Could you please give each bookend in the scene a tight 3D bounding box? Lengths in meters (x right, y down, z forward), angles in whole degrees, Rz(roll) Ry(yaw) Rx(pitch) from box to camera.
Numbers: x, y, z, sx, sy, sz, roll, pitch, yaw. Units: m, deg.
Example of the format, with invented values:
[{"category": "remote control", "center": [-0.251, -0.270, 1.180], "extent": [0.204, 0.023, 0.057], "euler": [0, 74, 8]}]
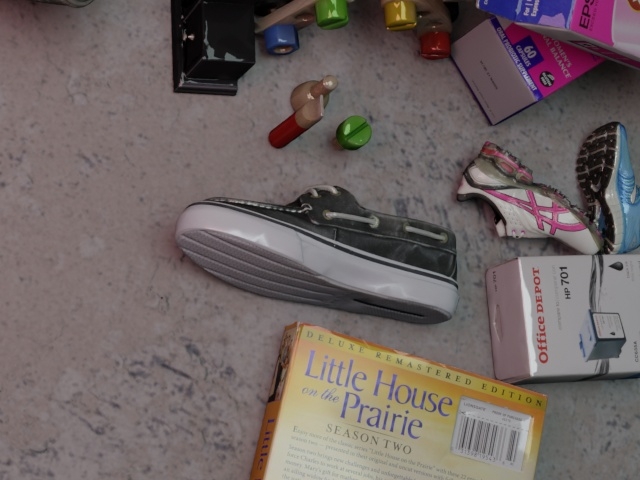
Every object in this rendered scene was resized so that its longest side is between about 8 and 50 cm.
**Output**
[{"category": "bookend", "center": [-0.103, -0.250, 1.513], "extent": [0.072, 0.156, 0.157], "euler": [1, 80, -21]}]

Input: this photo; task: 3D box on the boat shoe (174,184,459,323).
[{"category": "boat shoe", "center": [0.000, 0.000, 1.538], "extent": [0.335, 0.121, 0.119], "euler": [17, 66, -28]}]

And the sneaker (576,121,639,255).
[{"category": "sneaker", "center": [0.352, -0.061, 1.710], "extent": [0.073, 0.063, 0.162], "euler": [3, 85, -35]}]

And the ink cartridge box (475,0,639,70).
[{"category": "ink cartridge box", "center": [0.326, -0.290, 1.561], "extent": [0.371, 0.069, 0.175], "euler": [11, 91, -39]}]

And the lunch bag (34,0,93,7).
[{"category": "lunch bag", "center": [-0.311, -0.402, 1.425], "extent": [0.256, 0.212, 0.305], "euler": [13, 71, 28]}]

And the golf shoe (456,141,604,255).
[{"category": "golf shoe", "center": [0.241, -0.032, 1.657], "extent": [0.186, 0.067, 0.086], "euler": [35, 94, -9]}]

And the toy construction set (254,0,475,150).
[{"category": "toy construction set", "center": [0.056, -0.253, 1.530], "extent": [0.257, 0.237, 0.309], "euler": [25, 72, -15]}]

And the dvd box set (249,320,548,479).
[{"category": "dvd box set", "center": [0.061, 0.326, 1.512], "extent": [0.308, 0.062, 0.420], "euler": [17, 74, -17]}]

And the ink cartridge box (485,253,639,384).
[{"category": "ink cartridge box", "center": [0.296, 0.089, 1.639], "extent": [0.191, 0.082, 0.139], "euler": [-1, 80, -22]}]

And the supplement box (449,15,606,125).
[{"category": "supplement box", "center": [0.278, -0.242, 1.681], "extent": [0.220, 0.114, 0.111], "euler": [-32, 92, -25]}]
